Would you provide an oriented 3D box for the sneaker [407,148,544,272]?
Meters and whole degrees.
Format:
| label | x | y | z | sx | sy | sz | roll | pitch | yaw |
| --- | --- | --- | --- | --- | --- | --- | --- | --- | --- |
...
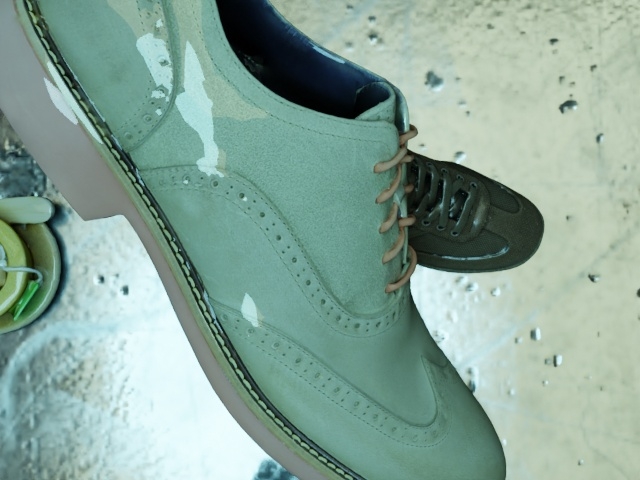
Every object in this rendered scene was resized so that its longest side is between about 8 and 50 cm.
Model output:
| label | x | y | z | sx | sy | sz | roll | pitch | yaw |
| --- | --- | --- | --- | --- | --- | --- | --- | --- | --- |
| sneaker | 0.043 | -0.026 | 0.649 | 0.188 | 0.071 | 0.066 | 17 | 88 | 4 |

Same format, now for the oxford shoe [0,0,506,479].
| label | x | y | z | sx | sy | sz | roll | pitch | yaw |
| --- | --- | --- | --- | --- | --- | --- | --- | --- | --- |
| oxford shoe | 0.000 | 0.000 | 0.563 | 0.147 | 0.140 | 0.397 | -32 | 112 | 20 |

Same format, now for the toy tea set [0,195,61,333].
| label | x | y | z | sx | sy | sz | roll | pitch | yaw |
| --- | --- | --- | --- | --- | --- | --- | --- | --- | --- |
| toy tea set | -0.237 | -0.051 | 0.636 | 0.200 | 0.124 | 0.336 | 17 | 88 | 3 |
